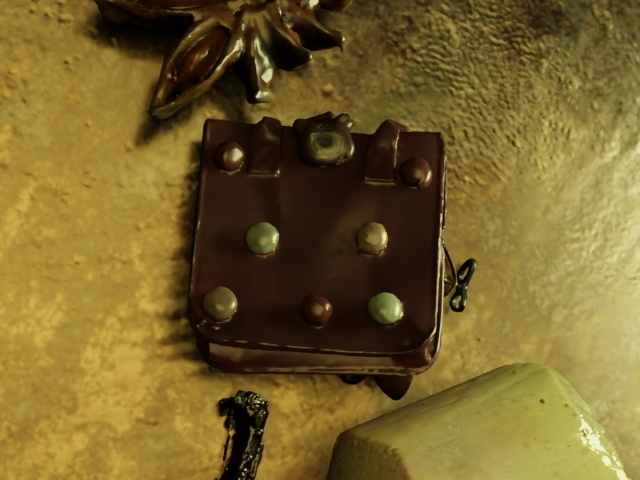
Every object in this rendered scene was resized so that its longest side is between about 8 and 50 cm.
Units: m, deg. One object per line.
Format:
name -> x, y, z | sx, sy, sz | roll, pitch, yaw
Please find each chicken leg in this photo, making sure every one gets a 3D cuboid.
chicken leg -> -0.052, 0.248, 1.431 | 0.106, 0.051, 0.253 | -13, 83, -20

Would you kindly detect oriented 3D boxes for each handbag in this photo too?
handbag -> 0.000, -0.001, 1.430 | 0.203, 0.074, 0.216 | 3, 69, 1

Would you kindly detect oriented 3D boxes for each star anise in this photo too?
star anise -> -0.081, -0.203, 1.474 | 0.220, 0.099, 0.214 | -16, 71, -9

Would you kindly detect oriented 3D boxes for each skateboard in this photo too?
skateboard -> 0.078, 0.059, 1.485 | 0.080, 0.067, 0.151 | 22, 74, -17

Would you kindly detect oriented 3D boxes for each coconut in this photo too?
coconut -> 0.106, 0.230, 1.373 | 0.244, 0.239, 0.239 | -23, 87, -15
